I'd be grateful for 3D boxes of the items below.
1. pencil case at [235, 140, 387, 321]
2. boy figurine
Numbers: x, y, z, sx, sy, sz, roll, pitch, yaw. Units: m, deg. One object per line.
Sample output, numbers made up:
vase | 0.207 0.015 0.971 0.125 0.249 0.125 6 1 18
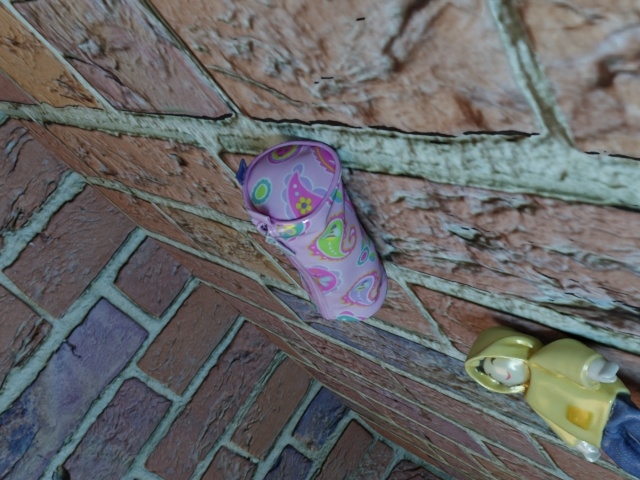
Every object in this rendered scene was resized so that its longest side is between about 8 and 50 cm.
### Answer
pencil case | 0.000 0.000 0.787 0.124 0.124 0.284 26 162 29
boy figurine | 0.293 0.182 0.731 0.285 0.092 0.177 34 150 33
